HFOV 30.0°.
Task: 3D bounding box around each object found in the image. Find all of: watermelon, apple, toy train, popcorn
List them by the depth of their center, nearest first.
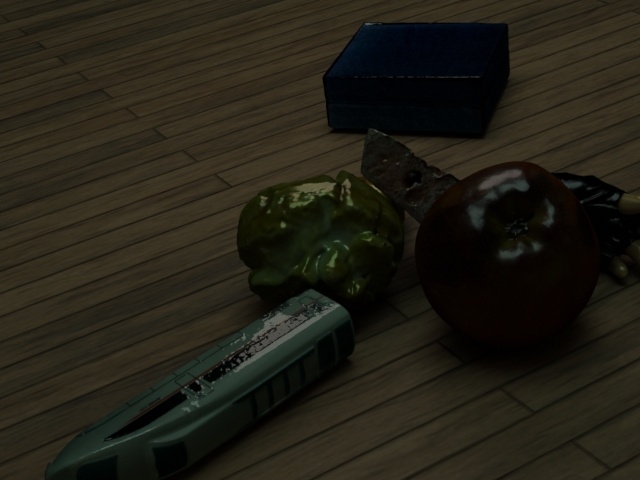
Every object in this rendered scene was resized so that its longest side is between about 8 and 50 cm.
[{"bbox_3d":[-0.126,0.191,1.375,0.088,0.086,0.407,28,45,37],"label":"toy train"},{"bbox_3d":[0.225,0.016,1.445,0.230,0.230,0.230,-5,30,3],"label":"apple"},{"bbox_3d":[0.000,0.000,1.577,0.221,0.184,0.204,2,-7,6],"label":"popcorn"},{"bbox_3d":[0.143,-0.062,1.609,0.094,0.241,0.154,-54,17,3],"label":"watermelon"}]

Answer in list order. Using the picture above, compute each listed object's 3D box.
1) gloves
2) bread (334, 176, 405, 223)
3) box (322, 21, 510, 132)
[{"bbox_3d":[0.363,-0.017,1.595,0.203,0.164,0.124,18,46,-6],"label":"gloves"},{"bbox_3d":[0.044,-0.045,1.736,0.173,0.085,0.134,-5,9,4],"label":"bread"},{"bbox_3d":[0.176,-0.292,2.113,0.279,0.116,0.261,5,33,18],"label":"box"}]
